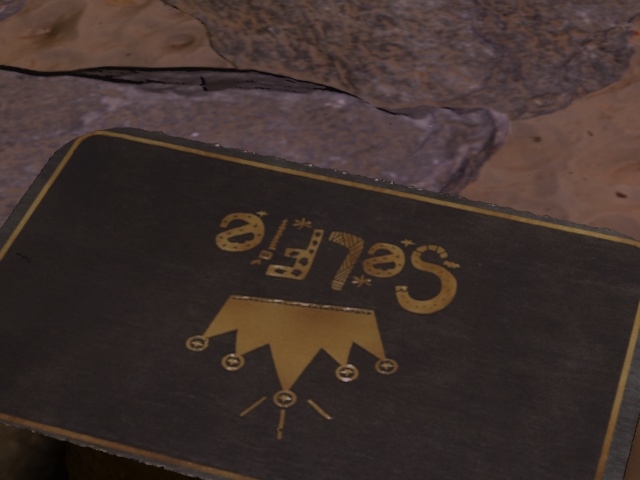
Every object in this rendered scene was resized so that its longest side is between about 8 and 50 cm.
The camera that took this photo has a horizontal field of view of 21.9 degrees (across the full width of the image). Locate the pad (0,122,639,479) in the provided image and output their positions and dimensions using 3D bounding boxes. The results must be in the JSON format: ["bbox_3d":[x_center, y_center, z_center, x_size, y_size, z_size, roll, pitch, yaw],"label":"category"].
[{"bbox_3d":[0.000,0.000,0.896,0.375,0.063,0.315,13,43,12],"label":"pad"}]

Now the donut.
[{"bbox_3d":[-0.040,0.067,0.963,0.208,0.128,0.261,-1,41,1],"label":"donut"}]
